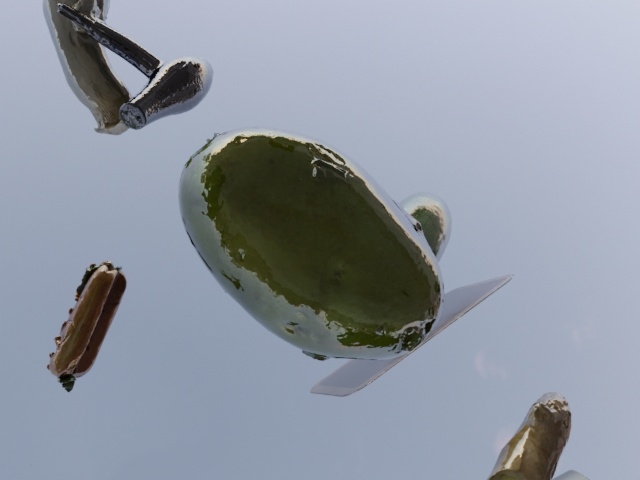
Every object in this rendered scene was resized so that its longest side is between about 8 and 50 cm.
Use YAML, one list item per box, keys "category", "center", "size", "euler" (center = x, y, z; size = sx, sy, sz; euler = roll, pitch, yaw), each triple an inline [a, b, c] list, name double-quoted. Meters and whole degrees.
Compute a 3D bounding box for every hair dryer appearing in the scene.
- category: "hair dryer"
  center: [-0.261, -0.239, 0.754]
  size: [0.219, 0.075, 0.196]
  euler: [34, -145, -4]

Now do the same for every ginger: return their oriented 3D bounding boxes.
- category: "ginger"
  center: [0.183, 0.273, 0.561]
  size: [0.295, 0.086, 0.131]
  euler: [-50, -59, -25]

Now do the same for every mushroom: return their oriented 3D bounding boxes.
- category: "mushroom"
  center: [-0.335, -0.280, 0.826]
  size: [0.278, 0.099, 0.096]
  euler: [71, -164, 11]

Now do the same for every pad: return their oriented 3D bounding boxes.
- category: "pad"
  center: [0.111, 0.118, 0.724]
  size: [0.266, 0.176, 0.002]
  euler: [-31, -92, -21]

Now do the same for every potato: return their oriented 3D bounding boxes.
- category: "potato"
  center: [0.000, 0.000, 0.488]
  size: [0.253, 0.148, 0.186]
  euler: [34, -143, -21]

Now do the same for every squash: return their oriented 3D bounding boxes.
- category: "squash"
  center: [0.113, 0.020, 0.828]
  size: [0.107, 0.107, 0.395]
  euler: [51, -142, -1]

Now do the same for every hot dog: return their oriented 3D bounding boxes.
- category: "hot dog"
  center: [-0.337, 0.119, 0.826]
  size: [0.055, 0.072, 0.189]
  euler: [19, -102, 14]

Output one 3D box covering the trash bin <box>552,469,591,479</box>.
- category: "trash bin"
  center: [0.397, 0.541, 0.976]
  size: [0.250, 0.219, 0.220]
  euler: [-24, -77, -13]
